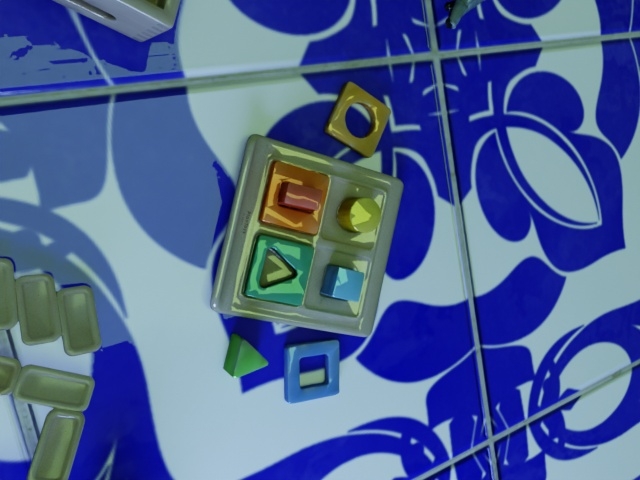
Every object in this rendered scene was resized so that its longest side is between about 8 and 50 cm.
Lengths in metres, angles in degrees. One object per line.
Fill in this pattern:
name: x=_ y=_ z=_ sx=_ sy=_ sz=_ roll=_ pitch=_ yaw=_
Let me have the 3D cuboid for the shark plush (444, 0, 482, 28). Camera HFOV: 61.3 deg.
shark plush: x=0.187 y=-0.307 z=0.618 sx=0.161 sy=0.067 sz=0.073 roll=-39 pitch=110 yaw=-20

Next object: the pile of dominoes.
pile of dominoes: x=-0.302 y=0.098 z=0.406 sx=0.251 sy=0.040 sz=0.195 roll=22 pitch=63 yaw=-28

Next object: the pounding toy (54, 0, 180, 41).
pounding toy: x=-0.184 y=-0.252 z=0.427 sx=0.141 sy=0.100 sz=0.130 roll=17 pitch=86 yaw=-38

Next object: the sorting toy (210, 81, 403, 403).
sorting toy: x=0.000 y=0.000 z=0.554 sx=0.196 sy=0.047 sz=0.347 roll=14 pitch=87 yaw=-27
